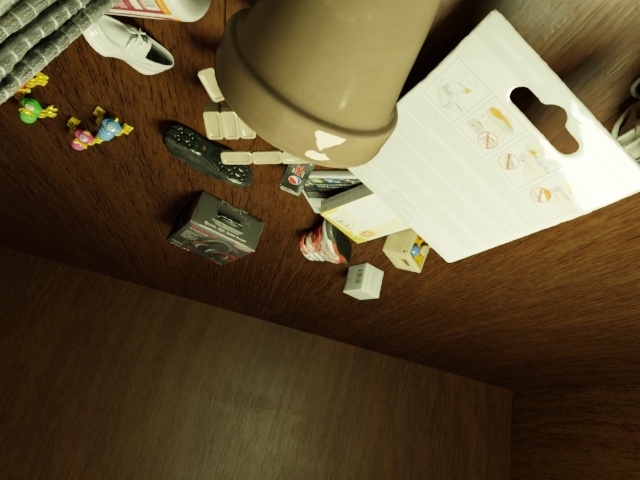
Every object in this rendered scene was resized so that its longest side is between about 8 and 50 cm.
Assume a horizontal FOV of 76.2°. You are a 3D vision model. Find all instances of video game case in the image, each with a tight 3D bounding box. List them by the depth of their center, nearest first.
[{"bbox_3d":[0.048,-0.117,1.020,0.191,0.022,0.173,5,154,22],"label":"video game case"}]

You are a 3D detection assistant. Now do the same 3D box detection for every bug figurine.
[{"bbox_3d":[-0.596,-0.290,0.940,0.279,0.072,0.216,29,152,-31],"label":"bug figurine"}]

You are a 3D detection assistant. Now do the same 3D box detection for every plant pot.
[{"bbox_3d":[0.028,-0.260,0.501,0.263,0.263,0.229,23,135,-18],"label":"plant pot"}]

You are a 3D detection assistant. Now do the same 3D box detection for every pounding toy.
[{"bbox_3d":[0.252,0.008,1.069,0.100,0.130,0.141,12,158,37],"label":"pounding toy"}]

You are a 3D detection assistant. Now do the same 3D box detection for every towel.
[{"bbox_3d":[-0.350,-0.240,0.408,0.235,0.283,0.121,11,150,30],"label":"towel"}]

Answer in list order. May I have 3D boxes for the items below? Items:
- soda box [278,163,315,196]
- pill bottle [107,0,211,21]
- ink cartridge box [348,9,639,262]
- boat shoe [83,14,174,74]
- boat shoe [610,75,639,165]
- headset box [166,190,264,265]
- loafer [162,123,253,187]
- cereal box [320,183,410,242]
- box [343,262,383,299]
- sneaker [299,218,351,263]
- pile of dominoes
[{"bbox_3d":[-0.042,-0.170,0.886,0.053,0.060,0.169,20,147,-11],"label":"soda box"},{"bbox_3d":[-0.265,-0.363,0.536,0.221,0.121,0.121,12,156,12],"label":"pill bottle"},{"bbox_3d":[0.249,-0.137,0.673,0.308,0.091,0.385,43,149,-7],"label":"ink cartridge box"},{"bbox_3d":[-0.307,-0.320,0.667,0.063,0.066,0.184,-5,176,11],"label":"boat shoe"},{"bbox_3d":[0.483,-0.157,0.570,0.136,0.156,0.367,-3,180,23],"label":"boat shoe"},{"bbox_3d":[-0.336,-0.031,1.306,0.218,0.110,0.293,28,152,-27],"label":"headset box"},{"bbox_3d":[-0.265,-0.194,0.970,0.223,0.076,0.078,29,157,-19],"label":"loafer"},{"bbox_3d":[0.145,-0.075,0.974,0.240,0.047,0.173,-18,143,32],"label":"cereal box"},{"bbox_3d":[0.151,0.144,1.427,0.087,0.101,0.102,28,154,-28],"label":"box"},{"bbox_3d":[0.000,0.001,1.203,0.145,0.090,0.270,5,161,16],"label":"sneaker"},{"bbox_3d":[-0.083,-0.228,0.743,0.251,0.040,0.196,-2,140,-5],"label":"pile of dominoes"}]
